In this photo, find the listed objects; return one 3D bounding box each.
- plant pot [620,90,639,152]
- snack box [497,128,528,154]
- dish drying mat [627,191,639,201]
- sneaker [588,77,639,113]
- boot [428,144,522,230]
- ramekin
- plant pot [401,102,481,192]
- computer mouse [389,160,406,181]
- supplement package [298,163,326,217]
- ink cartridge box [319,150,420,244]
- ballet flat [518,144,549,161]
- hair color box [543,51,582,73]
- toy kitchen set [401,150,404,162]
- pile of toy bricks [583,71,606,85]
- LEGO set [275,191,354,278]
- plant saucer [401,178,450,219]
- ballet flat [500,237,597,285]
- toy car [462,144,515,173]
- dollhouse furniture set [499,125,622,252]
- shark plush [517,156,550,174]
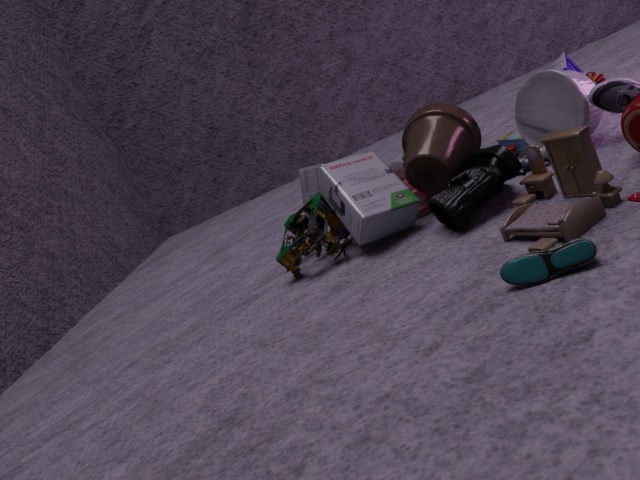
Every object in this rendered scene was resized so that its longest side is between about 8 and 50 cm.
[{"bbox_3d":[0.868,-0.315,1.451,0.174,0.191,0.191,-36,17,-17],"label":"plant pot"},{"bbox_3d":[0.772,-0.379,2.071,0.207,0.070,0.174,-30,15,-10],"label":"snack box"},{"bbox_3d":[0.726,-0.096,1.288,0.032,0.008,0.083,-28,14,-9],"label":"dish drying mat"},{"bbox_3d":[0.918,-0.391,1.650,0.268,0.101,0.153,9,29,4],"label":"sneaker"},{"bbox_3d":[0.442,-0.151,1.738,0.260,0.131,0.348,-46,-6,3],"label":"boot"},{"bbox_3d":[0.770,-0.419,1.858,0.127,0.273,0.273,-19,10,-26],"label":"ramekin"},{"bbox_3d":[0.375,-0.277,1.879,0.263,0.263,0.229,-16,31,36],"label":"plant pot"},{"bbox_3d":[0.316,-0.232,2.192,0.106,0.193,0.042,-11,57,30],"label":"computer mouse"},{"bbox_3d":[0.072,-0.191,2.211,0.261,0.204,0.145,-10,4,-33],"label":"supplement package"},{"bbox_3d":[0.150,-0.145,1.872,0.211,0.122,0.289,-18,48,-20],"label":"ink cartridge box"},{"bbox_3d":[0.701,-0.272,1.852,0.052,0.057,0.168,-20,2,-21],"label":"ballet flat"},{"bbox_3d":[0.846,-0.556,2.096,0.185,0.110,0.339,-44,5,33],"label":"hair color box"},{"bbox_3d":[0.420,-0.284,2.334,0.166,0.122,0.207,-17,37,30],"label":"toy kitchen set"},{"bbox_3d":[0.977,-0.519,2.154,0.212,0.105,0.118,-48,31,0],"label":"pile of toy bricks"},{"bbox_3d":[0.000,0.000,1.972,0.255,0.192,0.331,-44,20,19],"label":"LEGO set"},{"bbox_3d":[0.294,-0.145,2.057,0.332,0.084,0.332,-25,14,7],"label":"plant saucer"},{"bbox_3d":[0.461,0.047,1.171,0.188,0.070,0.070,-18,17,24],"label":"ballet flat"},{"bbox_3d":[0.564,-0.271,2.092,0.239,0.053,0.225,-29,14,-13],"label":"toy car"},{"bbox_3d":[0.513,-0.118,1.406,0.355,0.174,0.303,-33,15,-24],"label":"dollhouse furniture set"},{"bbox_3d":[0.648,-0.227,1.853,0.161,0.073,0.067,3,47,23],"label":"shark plush"}]
